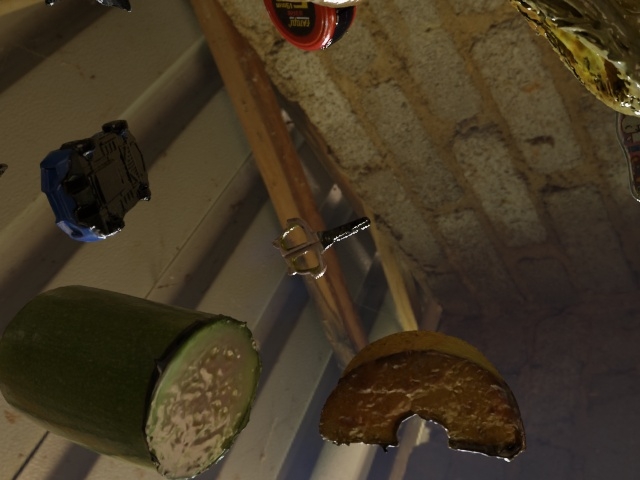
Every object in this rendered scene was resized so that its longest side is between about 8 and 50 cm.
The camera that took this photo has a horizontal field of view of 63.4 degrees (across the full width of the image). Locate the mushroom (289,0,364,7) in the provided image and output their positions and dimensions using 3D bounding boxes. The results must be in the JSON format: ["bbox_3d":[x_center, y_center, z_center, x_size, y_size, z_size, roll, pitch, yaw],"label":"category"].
[{"bbox_3d":[-0.097,-0.555,0.885,0.314,0.397,0.224,96,160,-65],"label":"mushroom"}]

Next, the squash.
[{"bbox_3d":[-0.322,0.224,0.873,0.263,0.384,0.263,-13,-74,-58],"label":"squash"}]

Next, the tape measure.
[{"bbox_3d":[-0.035,-0.572,1.187,0.114,0.253,0.260,-41,-46,-25],"label":"tape measure"}]

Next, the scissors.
[{"bbox_3d":[0.000,0.000,1.200,0.024,0.317,0.160,-28,-87,-44],"label":"scissors"}]

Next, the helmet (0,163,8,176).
[{"bbox_3d":[-0.459,-0.105,0.498,0.225,0.305,0.177,45,-111,-10],"label":"helmet"}]

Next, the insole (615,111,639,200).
[{"bbox_3d":[0.551,-0.163,0.893,0.004,0.065,0.197,-20,-79,-71],"label":"insole"}]

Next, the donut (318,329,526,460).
[{"bbox_3d":[0.131,0.183,0.656,0.101,0.259,0.152,-68,-21,-63],"label":"donut"}]

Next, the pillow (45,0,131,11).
[{"bbox_3d":[-0.262,-0.328,0.562,0.090,0.048,0.150,-9,-88,-52],"label":"pillow"}]

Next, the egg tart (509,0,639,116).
[{"bbox_3d":[0.271,-0.225,0.514,0.232,0.098,0.252,16,-144,-54],"label":"egg tart"}]

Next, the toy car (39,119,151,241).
[{"bbox_3d":[-0.245,-0.071,0.577,0.216,0.063,0.103,-105,1,-69],"label":"toy car"}]
